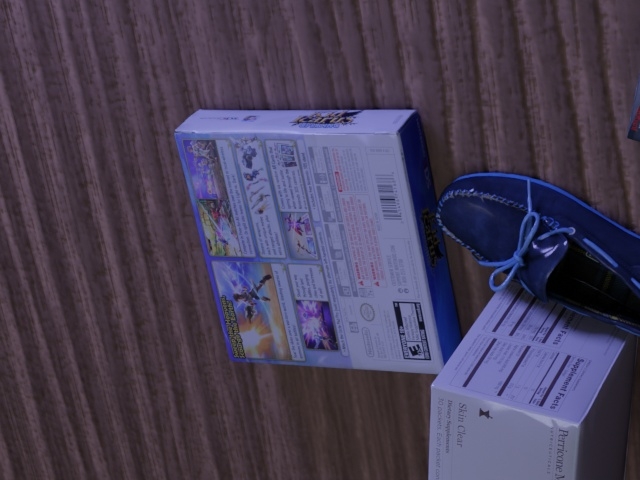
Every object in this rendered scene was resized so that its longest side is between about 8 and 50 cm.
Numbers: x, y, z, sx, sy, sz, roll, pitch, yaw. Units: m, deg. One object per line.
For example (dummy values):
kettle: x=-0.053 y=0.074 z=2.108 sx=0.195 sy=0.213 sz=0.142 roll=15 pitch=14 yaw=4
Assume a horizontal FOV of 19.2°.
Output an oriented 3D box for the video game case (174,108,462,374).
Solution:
video game case: x=0.000 y=0.000 z=1.877 sx=0.244 sy=0.061 sz=0.270 roll=2 pitch=119 yaw=26

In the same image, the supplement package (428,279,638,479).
supplement package: x=0.203 y=0.209 z=1.806 sx=0.145 sy=0.204 sz=0.262 roll=12 pitch=123 yaw=21

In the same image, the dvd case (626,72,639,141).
dvd case: x=0.335 y=-0.112 z=1.663 sx=0.119 sy=0.013 sz=0.087 roll=17 pitch=125 yaw=17

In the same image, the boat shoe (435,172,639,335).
boat shoe: x=0.223 y=0.010 z=1.747 sx=0.258 sy=0.089 sz=0.109 roll=19 pitch=126 yaw=17
